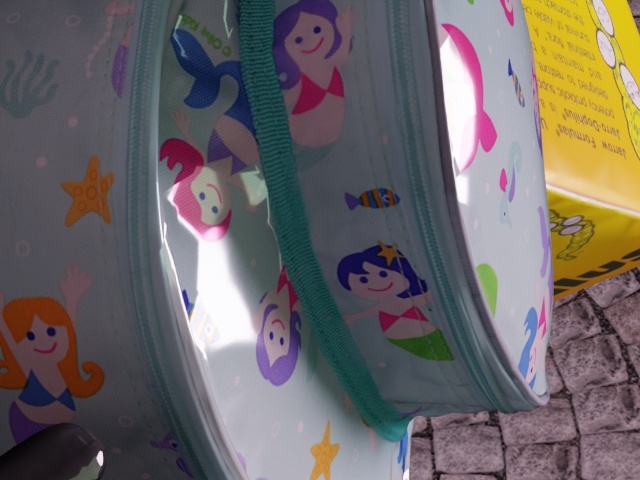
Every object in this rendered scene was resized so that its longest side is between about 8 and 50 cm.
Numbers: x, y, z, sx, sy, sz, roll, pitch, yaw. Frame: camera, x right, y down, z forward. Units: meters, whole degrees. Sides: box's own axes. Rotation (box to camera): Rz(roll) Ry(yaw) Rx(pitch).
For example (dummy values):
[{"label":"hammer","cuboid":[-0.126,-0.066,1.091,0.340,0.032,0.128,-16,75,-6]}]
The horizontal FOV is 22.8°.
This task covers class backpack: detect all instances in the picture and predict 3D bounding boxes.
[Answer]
[{"label":"backpack","cuboid":[-0.029,-0.016,0.482,0.225,0.191,0.253,65,29,-46]}]

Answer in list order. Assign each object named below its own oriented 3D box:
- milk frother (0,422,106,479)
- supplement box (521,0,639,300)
[{"label":"milk frother","cuboid":[-0.061,0.128,0.344,0.135,0.129,0.143,-41,167,-49]},{"label":"supplement box","cuboid":[0.012,-0.137,0.759,0.195,0.194,0.356,11,59,-54]}]
